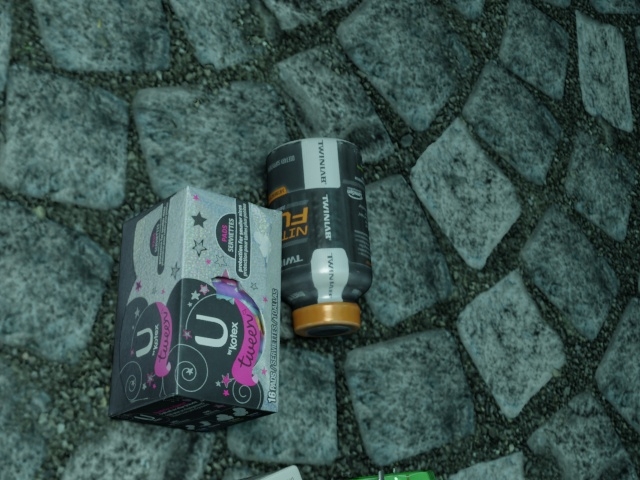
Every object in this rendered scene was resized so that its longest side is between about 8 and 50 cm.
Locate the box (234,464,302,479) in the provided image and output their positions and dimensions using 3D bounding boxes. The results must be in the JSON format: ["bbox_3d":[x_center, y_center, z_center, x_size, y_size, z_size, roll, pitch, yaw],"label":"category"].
[{"bbox_3d":[-0.120,0.342,1.289,0.182,0.181,0.119,-18,85,-39],"label":"box"}]

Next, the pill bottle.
[{"bbox_3d":[0.000,0.000,1.534,0.130,0.130,0.246,7,69,-35],"label":"pill bottle"}]

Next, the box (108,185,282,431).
[{"bbox_3d":[-0.145,0.084,1.374,0.142,0.163,0.247,14,66,-34],"label":"box"}]

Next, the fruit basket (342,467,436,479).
[{"bbox_3d":[0.110,0.442,1.369,0.165,0.327,0.353,-14,78,5],"label":"fruit basket"}]
